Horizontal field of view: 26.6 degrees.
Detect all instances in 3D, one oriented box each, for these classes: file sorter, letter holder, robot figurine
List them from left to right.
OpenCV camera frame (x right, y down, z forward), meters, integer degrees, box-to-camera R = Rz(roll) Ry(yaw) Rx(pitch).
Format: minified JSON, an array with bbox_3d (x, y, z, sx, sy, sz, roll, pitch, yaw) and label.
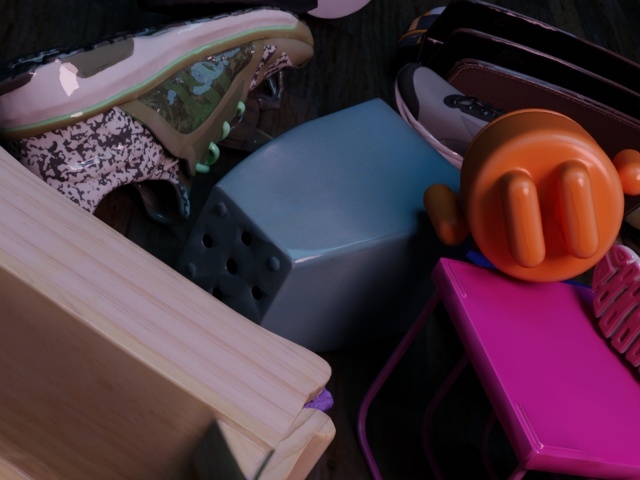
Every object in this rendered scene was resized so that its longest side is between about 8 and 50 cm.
[{"bbox_3d":[0.178,-0.041,1.125,0.128,0.158,0.219,40,13,-7],"label":"robot figurine"},{"bbox_3d":[0.275,-0.170,1.581,0.302,0.214,0.152,21,65,-11],"label":"letter holder"},{"bbox_3d":[0.204,0.169,1.118,0.291,0.182,0.202,12,36,-30],"label":"file sorter"}]

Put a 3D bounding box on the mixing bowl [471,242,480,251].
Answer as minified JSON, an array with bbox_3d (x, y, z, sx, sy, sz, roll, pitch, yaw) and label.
[{"bbox_3d":[0.147,-0.051,1.484,0.181,0.098,0.181,22,31,-14],"label":"mixing bowl"}]

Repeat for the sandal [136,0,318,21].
[{"bbox_3d":[-0.092,-0.292,1.454,0.167,0.107,0.446,-2,7,3],"label":"sandal"}]

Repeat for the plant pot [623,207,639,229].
[{"bbox_3d":[0.488,-0.021,1.694,0.236,0.032,0.236,14,16,-4],"label":"plant pot"}]

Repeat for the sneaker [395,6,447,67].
[{"bbox_3d":[0.238,-0.185,1.774,0.321,0.124,0.180,25,32,10],"label":"sneaker"}]

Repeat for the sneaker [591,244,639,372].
[{"bbox_3d":[0.281,0.076,1.082,0.075,0.063,0.170,0,48,-41],"label":"sneaker"}]

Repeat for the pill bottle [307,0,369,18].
[{"bbox_3d":[-0.017,-0.430,1.841,0.162,0.162,0.278,13,34,-30],"label":"pill bottle"}]

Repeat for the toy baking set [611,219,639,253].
[{"bbox_3d":[0.348,-0.040,1.723,0.256,0.030,0.197,12,35,-31],"label":"toy baking set"}]

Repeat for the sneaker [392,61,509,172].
[{"bbox_3d":[0.187,-0.101,1.390,0.271,0.108,0.100,43,33,21],"label":"sneaker"}]

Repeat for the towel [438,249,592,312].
[{"bbox_3d":[0.278,0.096,1.353,0.308,0.076,0.227,17,7,-21],"label":"towel"}]

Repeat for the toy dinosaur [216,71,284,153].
[{"bbox_3d":[-0.090,-0.134,1.425,0.268,0.064,0.118,18,48,-21],"label":"toy dinosaur"}]

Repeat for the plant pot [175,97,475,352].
[{"bbox_3d":[0.000,0.000,1.215,0.166,0.165,0.234,45,37,22],"label":"plant pot"}]

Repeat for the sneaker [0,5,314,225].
[{"bbox_3d":[-0.148,-0.108,1.262,0.158,0.182,0.410,-1,15,40],"label":"sneaker"}]

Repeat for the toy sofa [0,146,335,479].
[{"bbox_3d":[-0.179,0.087,0.917,0.362,0.150,0.177,33,24,3],"label":"toy sofa"}]
